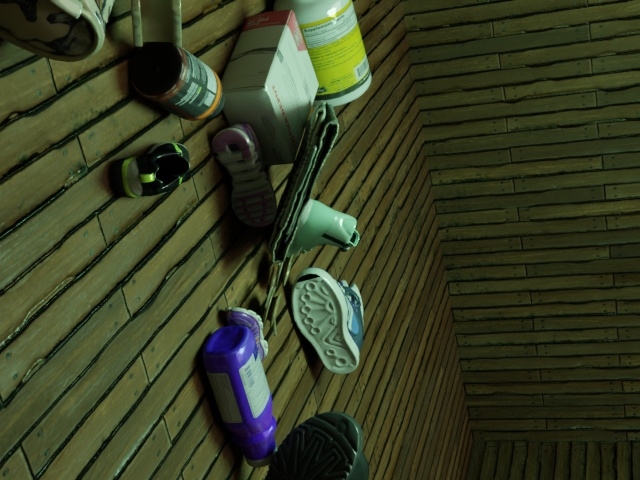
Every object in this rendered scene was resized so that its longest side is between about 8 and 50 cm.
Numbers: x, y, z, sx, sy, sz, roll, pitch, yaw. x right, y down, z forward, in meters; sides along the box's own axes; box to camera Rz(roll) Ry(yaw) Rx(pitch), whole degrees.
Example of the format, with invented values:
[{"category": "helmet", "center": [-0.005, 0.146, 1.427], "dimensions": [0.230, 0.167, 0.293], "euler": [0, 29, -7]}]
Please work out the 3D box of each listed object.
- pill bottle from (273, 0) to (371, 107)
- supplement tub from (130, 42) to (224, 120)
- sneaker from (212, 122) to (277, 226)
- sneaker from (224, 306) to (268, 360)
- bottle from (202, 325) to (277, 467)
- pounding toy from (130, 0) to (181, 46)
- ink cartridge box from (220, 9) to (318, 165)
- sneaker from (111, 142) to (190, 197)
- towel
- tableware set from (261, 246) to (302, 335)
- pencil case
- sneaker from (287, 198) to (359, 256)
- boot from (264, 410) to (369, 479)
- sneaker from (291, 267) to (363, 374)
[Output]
[{"category": "pill bottle", "center": [-0.004, -0.500, 2.243], "dimensions": [0.188, 0.187, 0.334], "euler": [-72, 151, -48]}, {"category": "supplement tub", "center": [-0.238, -0.269, 1.632], "dimensions": [0.198, 0.106, 0.106], "euler": [25, 63, -69]}, {"category": "sneaker", "center": [-0.143, -0.141, 1.916], "dimensions": [0.104, 0.095, 0.236], "euler": [-79, 157, -56]}, {"category": "sneaker", "center": [-0.147, 0.197, 1.863], "dimensions": [0.071, 0.068, 0.170], "euler": [-68, 149, -42]}, {"category": "bottle", "center": [-0.145, 0.304, 1.800], "dimensions": [0.118, 0.092, 0.283], "euler": [-66, 147, -57]}, {"category": "pounding toy", "center": [-0.301, -0.447, 1.526], "dimensions": [0.154, 0.154, 0.270], "euler": [130, -42, -77]}, {"category": "ink cartridge box", "center": [-0.107, -0.324, 2.006], "dimensions": [0.283, 0.117, 0.207], "euler": [-75, 154, -44]}, {"category": "sneaker", "center": [-0.253, -0.113, 1.564], "dimensions": [0.234, 0.097, 0.084], "euler": [-43, 127, -66]}, {"category": "towel", "center": [-0.044, -0.133, 1.951], "dimensions": [0.324, 0.056, 0.312], "euler": [-100, -148, -76]}, {"category": "tableware set", "center": [-0.083, 0.104, 2.011], "dimensions": [0.128, 0.039, 0.194], "euler": [105, 1, -55]}, {"category": "pencil case", "center": [-0.310, -0.423, 1.286], "dimensions": [0.160, 0.183, 0.410], "euler": [33, 54, -24]}, {"category": "sneaker", "center": [0.000, 0.000, 2.086], "dimensions": [0.256, 0.151, 0.094], "euler": [124, -14, -68]}, {"category": "boot", "center": [0.024, 0.506, 1.994], "dimensions": [0.367, 0.146, 0.445], "euler": [-55, 157, 7]}, {"category": "sneaker", "center": [0.020, 0.144, 2.304], "dimensions": [0.236, 0.130, 0.323], "euler": [-84, 157, -55]}]
